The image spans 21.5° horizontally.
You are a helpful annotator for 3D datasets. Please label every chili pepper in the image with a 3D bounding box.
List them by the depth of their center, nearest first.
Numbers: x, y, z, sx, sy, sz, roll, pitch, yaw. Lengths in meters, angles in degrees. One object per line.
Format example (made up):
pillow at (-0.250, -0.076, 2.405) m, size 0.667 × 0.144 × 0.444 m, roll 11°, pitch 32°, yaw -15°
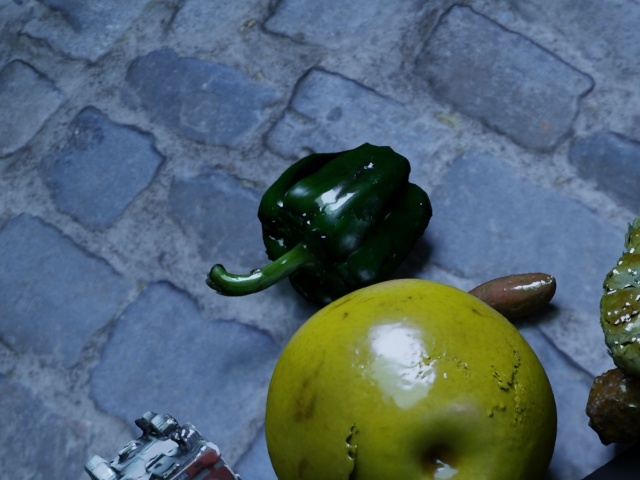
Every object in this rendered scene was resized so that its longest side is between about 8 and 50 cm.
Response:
chili pepper at (0.000, 0.000, 1.896) m, size 0.261 × 0.165 × 0.174 m, roll -43°, pitch 28°, yaw -17°

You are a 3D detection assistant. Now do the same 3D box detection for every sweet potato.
sweet potato at (0.158, 0.068, 1.849) m, size 0.214 × 0.050 × 0.050 m, roll -9°, pitch 45°, yaw 23°

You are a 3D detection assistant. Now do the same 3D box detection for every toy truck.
toy truck at (-0.148, 0.253, 1.668) m, size 0.114 × 0.135 × 0.270 m, roll -40°, pitch 11°, yaw -15°

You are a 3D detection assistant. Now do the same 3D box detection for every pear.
pear at (0.088, 0.172, 1.646) m, size 0.285 × 0.336 × 0.285 m, roll 0°, pitch 90°, yaw 10°

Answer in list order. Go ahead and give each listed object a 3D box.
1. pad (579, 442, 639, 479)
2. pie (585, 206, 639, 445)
pad at (0.424, 0.284, 1.540) m, size 0.315 × 0.063 × 0.375 m, roll -31°, pitch 35°, yaw -12°
pie at (0.465, 0.019, 1.628) m, size 0.395 × 0.180 × 0.418 m, roll 4°, pitch 54°, yaw 35°
